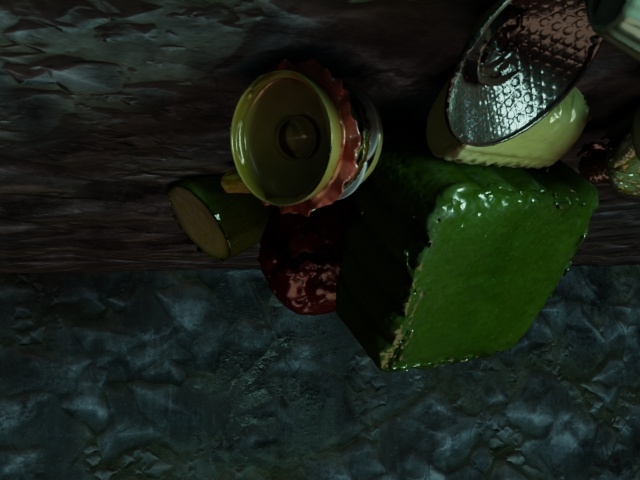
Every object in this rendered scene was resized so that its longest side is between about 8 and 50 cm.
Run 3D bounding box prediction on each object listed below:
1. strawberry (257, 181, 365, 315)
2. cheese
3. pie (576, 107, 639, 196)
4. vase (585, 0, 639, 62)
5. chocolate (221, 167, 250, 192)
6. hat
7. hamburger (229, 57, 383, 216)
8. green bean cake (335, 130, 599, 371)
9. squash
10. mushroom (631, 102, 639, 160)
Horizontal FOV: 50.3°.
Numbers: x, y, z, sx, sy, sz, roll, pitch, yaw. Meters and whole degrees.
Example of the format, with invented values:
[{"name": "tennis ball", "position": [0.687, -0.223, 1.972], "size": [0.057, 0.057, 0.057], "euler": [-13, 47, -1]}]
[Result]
[{"name": "strawberry", "position": [0.000, 0.000, 1.169], "size": [0.274, 0.274, 0.220], "euler": [-8, 155, 30]}, {"name": "cheese", "position": [0.221, -0.145, 0.811], "size": [0.167, 0.094, 0.123], "euler": [1, 146, -29]}, {"name": "pie", "position": [0.535, -0.141, 0.963], "size": [0.274, 0.105, 0.257], "euler": [-1, 162, -13]}, {"name": "vase", "position": [0.346, -0.180, 0.579], "size": [0.248, 0.128, 0.128], "euler": [9, 168, -16]}, {"name": "chocolate", "position": [-0.065, -0.107, 1.100], "size": [0.219, 0.085, 0.085], "euler": [-2, 173, 28]}, {"name": "hat", "position": [0.173, -0.186, 0.637], "size": [0.193, 0.082, 0.193], "euler": [-24, 145, -19]}, {"name": "hamburger", "position": [-0.008, -0.115, 0.777], "size": [0.175, 0.175, 0.137], "euler": [-9, -178, 36]}, {"name": "green bean cake", "position": [0.191, 0.001, 0.980], "size": [0.319, 0.335, 0.218], "euler": [-2, -147, -33]}, {"name": "squash", "position": [-0.141, -0.094, 1.326], "size": [0.260, 0.189, 0.189], "euler": [-39, -170, -28]}, {"name": "mushroom", "position": [0.461, -0.135, 0.737], "size": [0.226, 0.178, 0.226], "euler": [-7, -147, 5]}]
